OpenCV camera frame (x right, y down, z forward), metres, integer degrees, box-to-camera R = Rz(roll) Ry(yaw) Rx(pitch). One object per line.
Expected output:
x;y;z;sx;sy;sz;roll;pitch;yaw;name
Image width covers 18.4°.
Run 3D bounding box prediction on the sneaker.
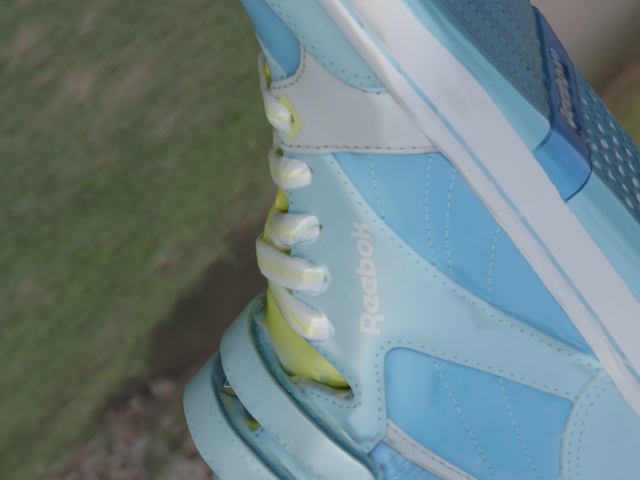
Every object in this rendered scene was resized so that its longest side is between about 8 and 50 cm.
0.000;0.000;0.691;0.208;0.319;0.127;-33;-163;21;sneaker
